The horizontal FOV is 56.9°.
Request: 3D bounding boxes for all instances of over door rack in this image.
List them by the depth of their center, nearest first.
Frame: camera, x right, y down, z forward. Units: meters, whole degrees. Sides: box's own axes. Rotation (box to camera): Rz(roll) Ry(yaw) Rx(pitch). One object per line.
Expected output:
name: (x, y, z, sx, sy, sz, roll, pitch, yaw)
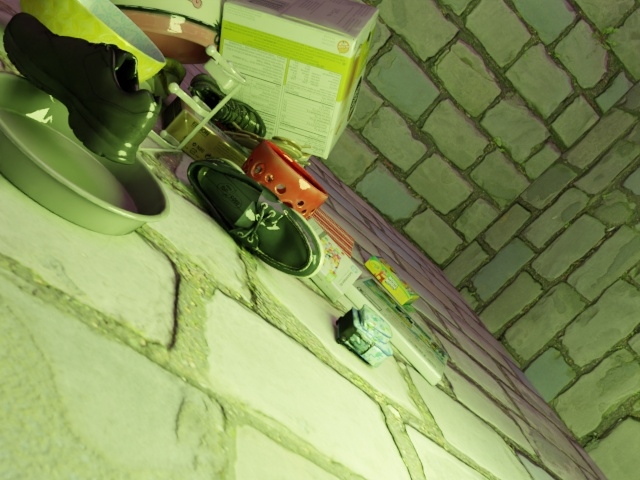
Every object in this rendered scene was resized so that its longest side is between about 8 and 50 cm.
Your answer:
over door rack: (-0.271, -0.274, 1.185, 0.108, 0.239, 0.324, 44, 10, -12)

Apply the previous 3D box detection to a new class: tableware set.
tableware set: (-0.124, -0.237, 1.407, 0.194, 0.039, 0.128, 15, -10, 30)

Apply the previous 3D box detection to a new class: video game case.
video game case: (0.211, 0.230, 1.601, 0.329, 0.036, 0.300, 45, 11, 11)

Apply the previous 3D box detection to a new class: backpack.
backpack: (0.098, 0.193, 1.192, 0.114, 0.084, 0.105, 45, 13, -13)

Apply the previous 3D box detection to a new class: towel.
towel: (0.000, 0.000, 1.549, 0.199, 0.031, 0.275, 42, 24, -10)

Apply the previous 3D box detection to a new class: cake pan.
cake pan: (-0.341, -0.113, 0.816, 0.293, 0.054, 0.293, 42, 11, -10)

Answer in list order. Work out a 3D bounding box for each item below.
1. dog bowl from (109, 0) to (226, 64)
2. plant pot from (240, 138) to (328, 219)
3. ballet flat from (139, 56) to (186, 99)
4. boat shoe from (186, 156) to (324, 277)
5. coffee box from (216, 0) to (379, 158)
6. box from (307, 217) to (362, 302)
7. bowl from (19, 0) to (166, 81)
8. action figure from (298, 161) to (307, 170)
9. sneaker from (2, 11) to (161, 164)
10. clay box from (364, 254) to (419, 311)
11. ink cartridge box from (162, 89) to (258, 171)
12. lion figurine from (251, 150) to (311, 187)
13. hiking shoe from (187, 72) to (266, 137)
dog bowl: (-0.421, -0.560, 1.497, 0.408, 0.150, 0.408, 5, 3, 0)
plant pot: (-0.108, -0.101, 1.305, 0.191, 0.174, 0.191, 42, 11, -10)
ballet flat: (-0.440, -0.422, 1.523, 0.123, 0.123, 0.348, 46, 10, 8)
boat shoe: (-0.137, -0.052, 1.148, 0.340, 0.127, 0.113, 48, 14, 20)
coffee box: (-0.064, -0.475, 1.612, 0.338, 0.334, 0.337, 18, 36, 6)
box: (0.004, 0.043, 1.408, 0.186, 0.038, 0.145, 49, 29, 1)
bowl: (-0.461, -0.385, 1.134, 0.289, 0.156, 0.289, 42, 11, -11)
action figure: (-0.130, -0.294, 2.176, 0.185, 0.099, 0.285, 32, 10, -14)
sneaker: (-0.331, -0.239, 0.845, 0.286, 0.130, 0.109, 45, 12, 10)
clay box: (0.256, 0.148, 2.028, 0.222, 0.053, 0.127, 47, 11, 18)
ink cartridge box: (-0.279, -0.253, 1.488, 0.235, 0.088, 0.193, 37, 14, -29)
lion figurine: (-0.140, -0.305, 1.740, 0.240, 0.142, 0.392, 35, 19, -9)
hiking shoe: (-0.237, -0.314, 1.474, 0.227, 0.086, 0.114, 35, 26, -18)
